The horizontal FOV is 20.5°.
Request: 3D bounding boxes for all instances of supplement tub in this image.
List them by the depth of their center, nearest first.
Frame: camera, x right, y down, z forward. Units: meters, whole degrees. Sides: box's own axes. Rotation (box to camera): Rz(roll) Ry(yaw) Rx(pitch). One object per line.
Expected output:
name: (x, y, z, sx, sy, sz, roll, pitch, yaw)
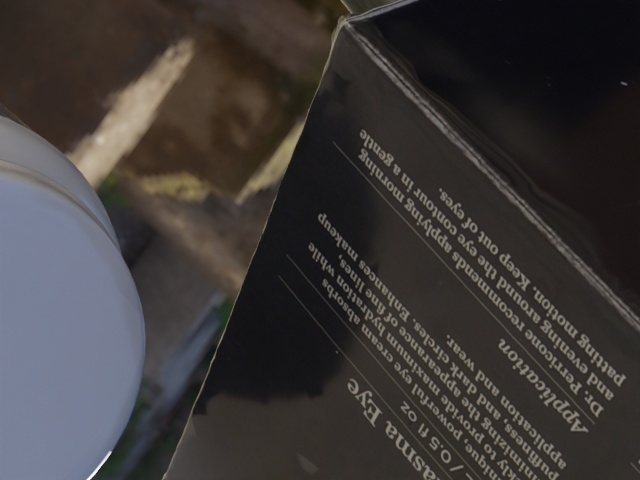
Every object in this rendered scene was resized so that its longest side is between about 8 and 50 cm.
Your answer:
supplement tub: (-0.204, 0.015, 0.840, 0.191, 0.191, 0.272, -54, -151, -1)

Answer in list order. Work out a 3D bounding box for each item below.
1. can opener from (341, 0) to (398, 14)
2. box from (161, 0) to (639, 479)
can opener: (0.074, -0.171, 1.259, 0.074, 0.280, 0.093, -27, 159, -43)
box: (0.128, 0.109, 0.713, 0.179, 0.343, 0.312, -23, 151, -37)
